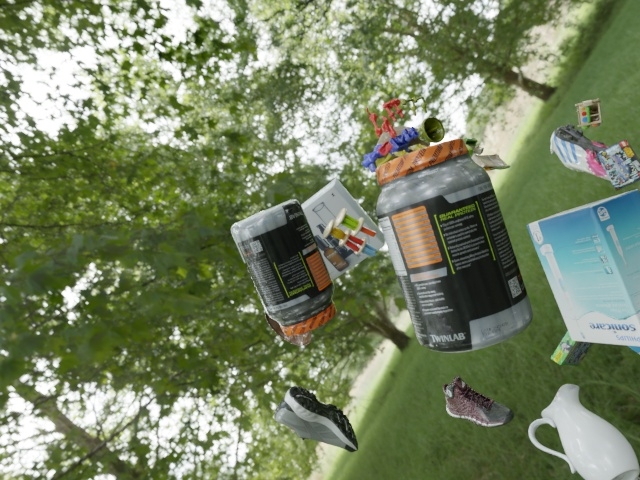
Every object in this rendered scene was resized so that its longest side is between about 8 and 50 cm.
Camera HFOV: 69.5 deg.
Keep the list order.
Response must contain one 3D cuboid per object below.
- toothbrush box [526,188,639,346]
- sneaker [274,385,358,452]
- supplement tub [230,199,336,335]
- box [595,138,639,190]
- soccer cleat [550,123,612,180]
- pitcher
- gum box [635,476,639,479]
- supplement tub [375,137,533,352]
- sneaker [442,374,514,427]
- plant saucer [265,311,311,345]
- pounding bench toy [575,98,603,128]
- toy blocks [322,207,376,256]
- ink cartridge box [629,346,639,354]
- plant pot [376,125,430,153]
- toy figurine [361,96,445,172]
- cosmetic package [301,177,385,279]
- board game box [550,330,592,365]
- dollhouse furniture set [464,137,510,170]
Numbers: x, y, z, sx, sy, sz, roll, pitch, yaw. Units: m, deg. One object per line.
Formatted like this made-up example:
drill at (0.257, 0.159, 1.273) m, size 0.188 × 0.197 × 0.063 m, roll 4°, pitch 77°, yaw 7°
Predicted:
toothbrush box at (0.612, 0.067, 1.001) m, size 0.126 × 0.296 × 0.216 m, roll -18°, pitch -6°, yaw -12°
sneaker at (-0.007, 0.496, 1.245) m, size 0.108 × 0.271 × 0.100 m, roll -48°, pitch 19°, yaw 11°
supplement tub at (-0.092, 0.075, 1.274) m, size 0.207 × 0.338 × 0.207 m, roll -22°, pitch 7°, yaw 3°
box at (0.945, -0.237, 1.449) m, size 0.094 × 0.137 × 0.027 m, roll -30°, pitch -27°, yaw 31°
soccer cleat at (0.996, -0.304, 1.724) m, size 0.116 × 0.331 × 0.143 m, roll -21°, pitch -42°, yaw -8°
pitcher at (0.588, 0.465, 1.051) m, size 0.178 × 0.125 × 0.207 m, roll -57°, pitch 30°, yaw 21°
gum box at (0.871, 0.687, 1.333) m, size 0.107 × 0.188 × 0.062 m, roll 28°, pitch -78°, yaw -41°
supplement tub at (0.211, 0.006, 0.767) m, size 0.193 × 0.316 × 0.193 m, roll -17°, pitch 1°, yaw 0°
sneaker at (0.566, 0.589, 1.720) m, size 0.106 × 0.163 × 0.281 m, roll -27°, pitch 8°, yaw -38°
plant saucer at (-0.109, 0.298, 1.668) m, size 0.036 × 0.198 × 0.199 m, roll -49°, pitch -16°, yaw -39°
pounding bench toy at (0.663, -0.310, 1.139) m, size 0.083 × 0.052 × 0.065 m, roll -18°, pitch -81°, yaw -53°
toy blocks at (0.096, -0.012, 1.174) m, size 0.123 × 0.148 × 0.054 m, roll -42°, pitch 24°, yaw 56°
ink cartridge box at (1.046, 0.254, 1.316) m, size 0.197 × 0.270 × 0.198 m, roll -57°, pitch 2°, yaw -40°
plant pot at (0.306, -0.373, 1.837) m, size 0.237 × 0.110 × 0.237 m, roll -16°, pitch -33°, yaw -11°
toy figurine at (0.228, -0.324, 1.527) m, size 0.362 × 0.191 × 0.217 m, roll -29°, pitch -7°, yaw -44°
cosmetic package at (0.000, 0.000, 1.674) m, size 0.377 × 0.284 × 0.097 m, roll -36°, pitch 14°, yaw 22°
board game box at (1.021, 0.336, 1.769) m, size 0.213 × 0.046 × 0.317 m, roll 17°, pitch -76°, yaw -42°
dollhouse furniture set at (0.394, -0.197, 1.152) m, size 0.152 × 0.076 × 0.059 m, roll -111°, pitch 26°, yaw -48°
